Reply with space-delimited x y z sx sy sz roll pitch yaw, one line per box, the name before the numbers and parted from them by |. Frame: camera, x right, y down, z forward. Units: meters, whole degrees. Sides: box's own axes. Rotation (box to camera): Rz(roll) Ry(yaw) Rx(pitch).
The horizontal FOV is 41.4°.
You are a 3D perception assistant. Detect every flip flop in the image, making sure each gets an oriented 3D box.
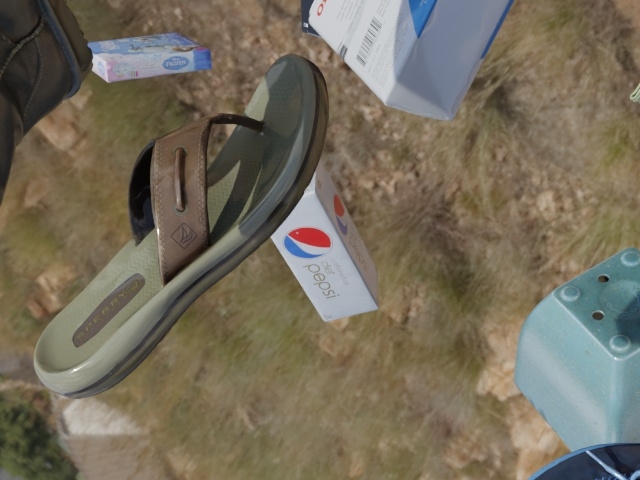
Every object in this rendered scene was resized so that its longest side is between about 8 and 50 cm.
flip flop | -0.099 -0.019 0.556 0.080 0.277 0.112 45 177 -32

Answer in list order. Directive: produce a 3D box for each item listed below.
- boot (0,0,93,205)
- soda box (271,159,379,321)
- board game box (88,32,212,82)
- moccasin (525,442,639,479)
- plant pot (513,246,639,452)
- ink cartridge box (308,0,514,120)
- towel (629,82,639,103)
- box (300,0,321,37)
boot | -0.185 -0.066 0.354 0.076 0.208 0.190 -4 136 29
soda box | 0.000 0.000 0.965 0.074 0.069 0.216 -14 137 16
board game box | -0.151 -0.159 0.728 0.090 0.090 0.020 37 135 54
moccasin | 0.359 0.272 0.887 0.117 0.342 0.138 -152 50 -74
plant pot | 0.441 0.159 1.226 0.248 0.247 0.252 54 168 43
ink cartridge box | 0.077 -0.218 0.774 0.140 0.082 0.191 -64 33 25
towel | 0.580 -0.259 1.378 0.110 0.148 0.027 -59 42 37
box | 0.075 -0.360 1.281 0.156 0.158 0.093 32 134 47
